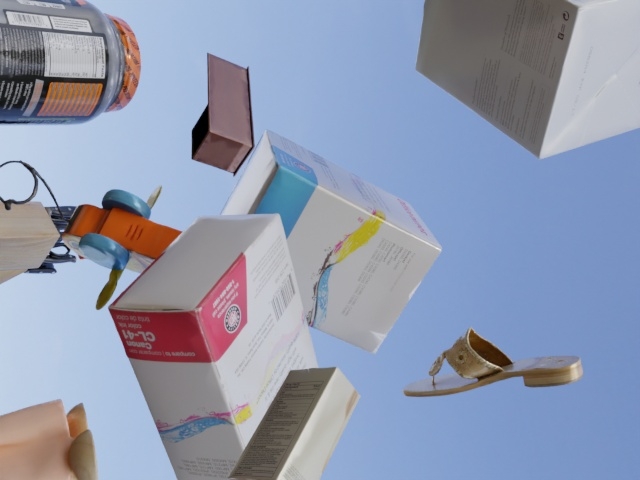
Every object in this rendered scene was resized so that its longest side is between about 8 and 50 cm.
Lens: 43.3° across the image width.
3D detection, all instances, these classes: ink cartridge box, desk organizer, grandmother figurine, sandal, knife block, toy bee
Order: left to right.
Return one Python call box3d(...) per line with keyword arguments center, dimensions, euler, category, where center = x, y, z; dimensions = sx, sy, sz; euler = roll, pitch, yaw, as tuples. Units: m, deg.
box3d(center=(-0.403, 0.234, 0.796), dimensions=(0.207, 0.342, 0.104), euler=(-170, -106, -67), category="grandmother figurine")
box3d(center=(-0.536, -0.021, 1.460), dimensions=(0.088, 0.242, 0.276), euler=(53, -16, 21), category="knife block")
box3d(center=(-0.298, -0.013, 1.165), dimensions=(0.298, 0.195, 0.162), euler=(42, -25, 4), category="toy bee")
box3d(center=(-0.104, -0.134, 0.846), dimensions=(0.047, 0.050, 0.130), euler=(-49, -145, 38), category="desk organizer")
box3d(center=(-0.111, 0.149, 1.008), dimensions=(0.131, 0.226, 0.306), euler=(0, -61, 23), category="ink cartridge box")
box3d(center=(0.000, 0.000, 1.202), dimensions=(0.197, 0.270, 0.198), euler=(-60, -162, 15), category="ink cartridge box")
box3d(center=(0.215, 0.150, 1.055), dimensions=(0.239, 0.088, 0.079), euler=(-10, -86, 28), category="sandal")

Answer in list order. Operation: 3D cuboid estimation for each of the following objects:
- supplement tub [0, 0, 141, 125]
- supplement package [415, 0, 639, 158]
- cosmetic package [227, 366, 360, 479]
box3d(center=(-0.430, -0.262, 1.162), dimensions=(0.193, 0.316, 0.194), euler=(6, -80, 38), category="supplement tub")
box3d(center=(0.289, -0.274, 1.056), dimensions=(0.263, 0.198, 0.199), euler=(48, -35, 41), category="supplement package")
box3d(center=(-0.019, 0.160, 0.662), dimensions=(0.060, 0.041, 0.115), euler=(-12, -146, 43), category="cosmetic package")
